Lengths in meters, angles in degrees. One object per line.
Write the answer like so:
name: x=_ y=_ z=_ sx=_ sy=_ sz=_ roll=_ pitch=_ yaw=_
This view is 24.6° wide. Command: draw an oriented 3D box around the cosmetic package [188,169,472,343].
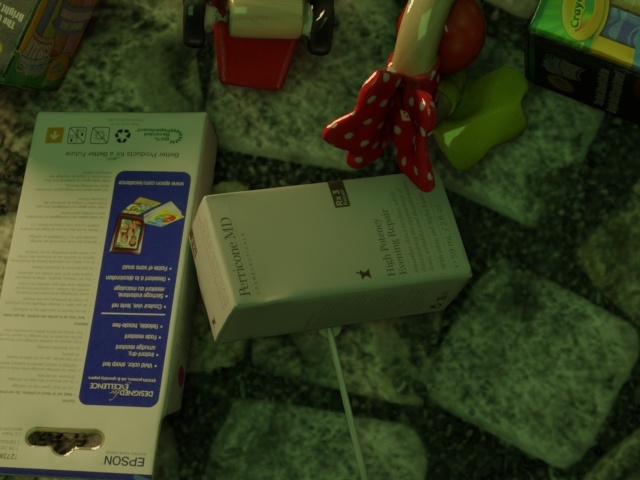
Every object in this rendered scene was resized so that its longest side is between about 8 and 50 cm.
cosmetic package: x=0.007 y=0.013 z=1.335 sx=0.231 sy=0.085 sz=0.117 roll=-8 pitch=64 yaw=-22

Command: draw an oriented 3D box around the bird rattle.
bird rattle: x=0.091 y=-0.159 z=1.314 sx=0.143 sy=0.253 sz=0.207 roll=16 pitch=100 yaw=26

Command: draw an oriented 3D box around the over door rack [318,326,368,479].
over door rack: x=-0.072 y=0.216 z=1.354 sx=0.239 sy=0.108 sz=0.324 roll=-14 pitch=79 yaw=5

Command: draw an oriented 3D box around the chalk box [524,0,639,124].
chalk box: x=0.294 y=-0.217 z=1.338 sx=0.289 sy=0.180 sz=0.179 roll=24 pitch=85 yaw=10

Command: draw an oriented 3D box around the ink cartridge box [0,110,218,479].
ink cartridge box: x=-0.206 y=0.050 z=1.371 sx=0.175 sy=0.069 sz=0.371 roll=1 pitch=63 yaw=11

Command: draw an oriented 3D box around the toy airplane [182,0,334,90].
toy airplane: x=-0.049 y=-0.383 z=1.367 sx=0.384 sy=0.272 sz=0.386 roll=-39 pitch=111 yaw=13

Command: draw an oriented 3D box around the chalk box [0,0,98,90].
chalk box: x=-0.313 y=-0.228 z=1.440 sx=0.132 sy=0.132 sz=0.213 roll=29 pitch=99 yaw=11
